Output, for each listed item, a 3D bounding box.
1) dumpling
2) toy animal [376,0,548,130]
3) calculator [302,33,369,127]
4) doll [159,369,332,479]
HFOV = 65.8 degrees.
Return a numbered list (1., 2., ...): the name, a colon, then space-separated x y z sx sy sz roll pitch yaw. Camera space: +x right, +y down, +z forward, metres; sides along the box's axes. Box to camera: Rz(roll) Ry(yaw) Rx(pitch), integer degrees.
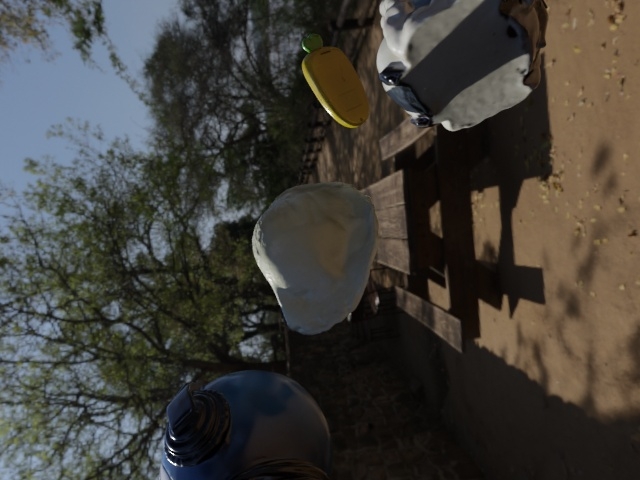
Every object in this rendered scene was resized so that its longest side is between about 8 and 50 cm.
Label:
1. dumpling: -0.001 -0.003 0.637 0.126 0.166 0.216 57 -161 -23
2. toy animal: 0.163 -0.253 0.601 0.208 0.204 0.156 32 -140 -50
3. calculator: 0.034 -0.367 1.135 0.032 0.146 0.235 -23 101 50
4. doll: -0.083 0.308 0.639 0.284 0.240 0.310 50 171 -29
